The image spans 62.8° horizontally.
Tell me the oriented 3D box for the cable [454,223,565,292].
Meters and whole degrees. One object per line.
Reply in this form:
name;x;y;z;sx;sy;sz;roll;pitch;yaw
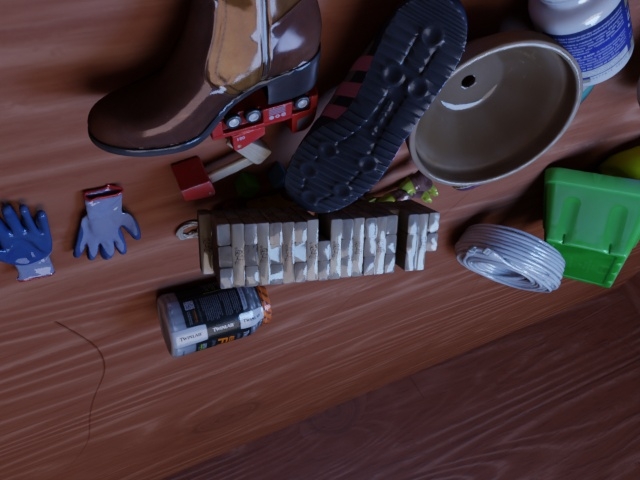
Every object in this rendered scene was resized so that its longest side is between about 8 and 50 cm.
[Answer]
cable;0.457;0.046;1.282;0.257;0.089;0.257;23;170;-4

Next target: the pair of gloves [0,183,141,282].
pair of gloves;-0.341;-0.007;0.695;0.198;0.023;0.159;-14;149;-25

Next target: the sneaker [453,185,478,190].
sneaker;0.332;-0.153;0.985;0.186;0.069;0.084;-39;150;27

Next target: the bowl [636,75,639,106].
bowl;0.675;-0.325;0.915;0.298;0.134;0.297;-20;153;-11

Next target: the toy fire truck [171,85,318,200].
toy fire truck;-0.097;-0.129;0.667;0.192;0.047;0.135;-20;153;-15

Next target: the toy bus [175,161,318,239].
toy bus;-0.086;-0.008;0.829;0.202;0.104;0.191;-38;151;20

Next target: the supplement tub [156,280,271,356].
supplement tub;-0.195;0.135;0.971;0.191;0.116;0.117;-13;150;-24

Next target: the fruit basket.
fruit basket;0.702;-0.099;1.288;0.392;0.283;0.391;-40;138;-50

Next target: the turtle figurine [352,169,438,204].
turtle figurine;0.096;-0.045;0.947;0.218;0.087;0.269;-31;161;-4

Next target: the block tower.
block tower;0.000;0.000;0.752;0.336;0.097;0.090;-4;107;-18

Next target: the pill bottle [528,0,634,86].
pill bottle;0.333;-0.296;0.676;0.112;0.111;0.187;-36;144;18

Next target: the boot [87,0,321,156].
boot;-0.109;-0.215;0.454;0.264;0.096;0.280;-20;152;-13

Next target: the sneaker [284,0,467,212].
sneaker;0.068;-0.166;0.663;0.112;0.131;0.319;35;126;-11

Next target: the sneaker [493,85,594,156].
sneaker;0.319;-0.188;0.868;0.302;0.108;0.121;-34;153;18

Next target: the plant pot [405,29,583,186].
plant pot;0.225;-0.197;0.736;0.238;0.109;0.237;-7;141;-6
